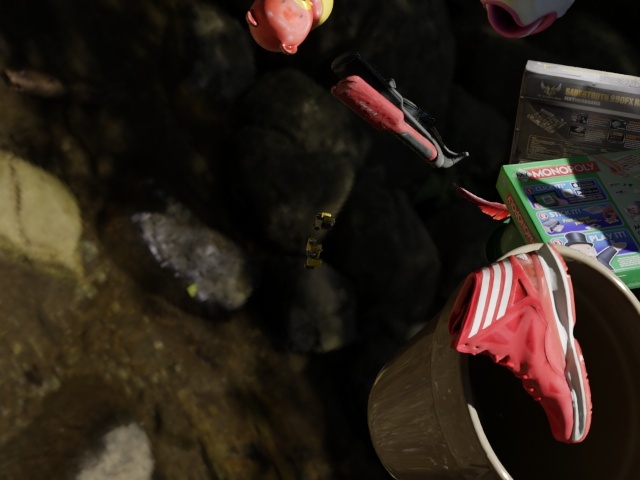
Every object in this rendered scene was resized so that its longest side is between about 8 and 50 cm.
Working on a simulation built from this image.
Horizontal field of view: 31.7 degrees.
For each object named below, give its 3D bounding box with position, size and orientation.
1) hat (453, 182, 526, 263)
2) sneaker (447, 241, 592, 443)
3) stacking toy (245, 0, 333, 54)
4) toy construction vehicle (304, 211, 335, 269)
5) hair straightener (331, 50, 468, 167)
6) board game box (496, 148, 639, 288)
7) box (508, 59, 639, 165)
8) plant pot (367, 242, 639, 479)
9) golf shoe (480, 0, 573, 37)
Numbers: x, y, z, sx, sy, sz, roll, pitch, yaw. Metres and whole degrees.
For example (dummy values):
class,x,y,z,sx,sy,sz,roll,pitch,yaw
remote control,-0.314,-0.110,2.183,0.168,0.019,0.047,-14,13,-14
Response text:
class,x,y,z,sx,sy,sz,roll,pitch,yaw
hat,0.351,-0.040,1.846,0.173,0.208,0.183,34,-33,34
sneaker,0.196,0.115,1.146,0.087,0.128,0.221,-104,-179,-73
stacking toy,-0.105,-0.433,1.634,0.309,0.279,0.130,30,45,-5
toy construction vehicle,0.000,0.000,1.793,0.035,0.085,0.098,13,9,-3
hair straightener,0.099,-0.160,1.344,0.230,0.047,0.089,29,45,-36
board game box,0.425,-0.033,1.534,0.046,0.317,0.213,97,-20,-46
box,0.436,-0.186,1.853,0.056,0.231,0.183,-58,155,-58
plant pot,0.210,0.193,1.358,0.323,0.280,0.323,12,68,-30
golf shoe,0.188,-0.249,1.010,0.115,0.140,0.306,32,10,7
